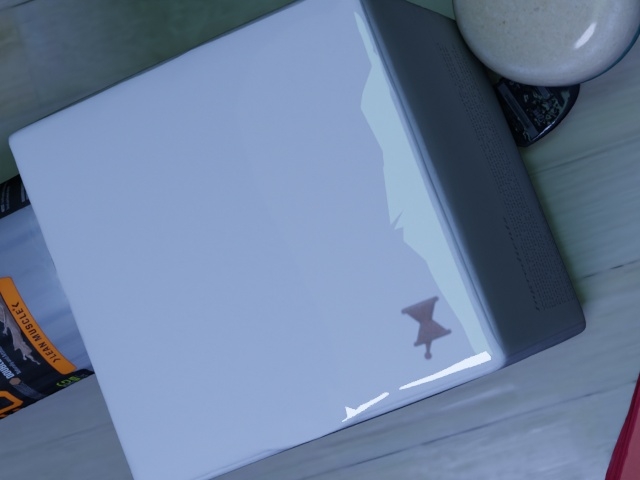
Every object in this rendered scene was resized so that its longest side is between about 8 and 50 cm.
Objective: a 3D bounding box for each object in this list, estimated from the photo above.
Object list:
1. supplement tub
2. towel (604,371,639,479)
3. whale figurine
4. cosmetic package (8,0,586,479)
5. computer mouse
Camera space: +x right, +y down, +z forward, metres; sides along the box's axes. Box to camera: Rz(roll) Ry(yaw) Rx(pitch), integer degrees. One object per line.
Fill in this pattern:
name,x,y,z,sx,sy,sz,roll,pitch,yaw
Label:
supplement tub,-0.344,0.076,1.757,0.338,0.207,0.207,-26,84,10
towel,0.419,0.201,1.697,0.274,0.031,0.199,15,90,9
whale figurine,0.221,-0.277,1.653,0.216,0.141,0.272,5,95,23
cosmetic package,0.000,0.000,1.579,0.329,0.393,0.327,-22,85,16
computer mouse,0.149,-0.097,1.756,0.242,0.041,0.071,-33,83,15
